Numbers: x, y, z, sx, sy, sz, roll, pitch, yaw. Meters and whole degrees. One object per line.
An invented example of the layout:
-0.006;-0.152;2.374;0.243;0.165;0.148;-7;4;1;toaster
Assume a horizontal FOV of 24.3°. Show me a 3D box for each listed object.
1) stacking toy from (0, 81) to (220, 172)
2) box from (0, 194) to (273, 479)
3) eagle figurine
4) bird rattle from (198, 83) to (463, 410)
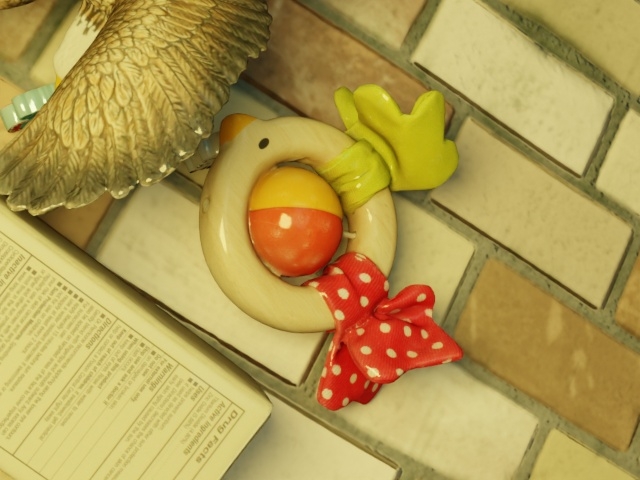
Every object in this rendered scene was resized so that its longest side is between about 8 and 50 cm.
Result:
-0.181;-0.113;1.124;0.221;0.052;0.167;-20;85;-23;stacking toy
-0.199;0.070;1.011;0.311;0.121;0.148;39;88;-11;box
-0.140;-0.169;1.007;0.226;0.298;0.225;14;114;17;eagle figurine
0.000;0.000;1.134;0.207;0.143;0.253;11;86;-27;bird rattle
